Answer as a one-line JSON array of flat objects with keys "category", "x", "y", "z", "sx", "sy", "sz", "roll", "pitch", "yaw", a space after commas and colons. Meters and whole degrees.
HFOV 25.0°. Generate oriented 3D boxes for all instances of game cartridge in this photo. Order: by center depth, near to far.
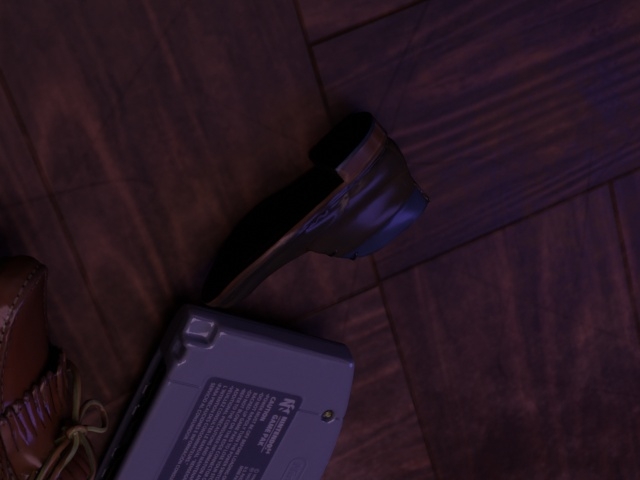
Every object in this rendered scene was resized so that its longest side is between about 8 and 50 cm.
[{"category": "game cartridge", "x": -0.095, "y": 0.203, "z": 1.333, "sx": 0.196, "sy": 0.060, "sz": 0.294, "roll": 19, "pitch": 112, "yaw": -24}]

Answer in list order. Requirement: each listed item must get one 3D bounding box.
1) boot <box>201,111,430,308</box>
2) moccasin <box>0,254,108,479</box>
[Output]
[{"category": "boot", "x": 0.000, "y": 0.000, "z": 1.270, "sx": 0.219, "sy": 0.082, "sz": 0.106, "roll": -45, "pitch": 119, "yaw": 1}, {"category": "moccasin", "x": -0.243, "y": 0.187, "z": 1.208, "sx": 0.147, "sy": 0.139, "sz": 0.380, "roll": 10, "pitch": 113, "yaw": 11}]
